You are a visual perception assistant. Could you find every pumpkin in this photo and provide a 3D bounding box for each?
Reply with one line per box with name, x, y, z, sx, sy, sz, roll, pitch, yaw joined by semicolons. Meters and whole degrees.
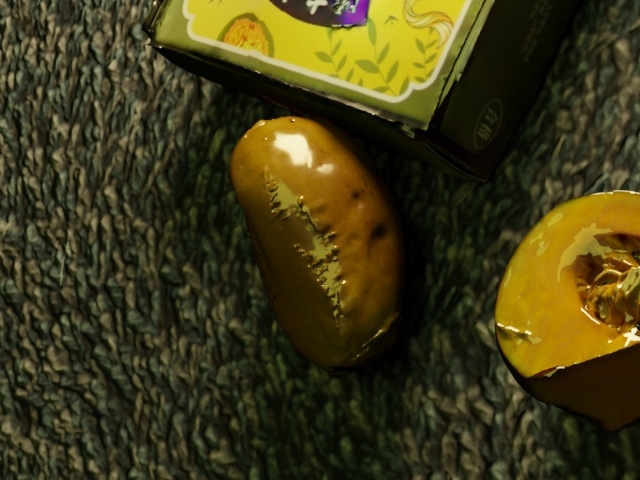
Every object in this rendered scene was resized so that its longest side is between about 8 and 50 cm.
pumpkin;0.270;0.077;1.463;0.280;0.139;0.190;31;87;42

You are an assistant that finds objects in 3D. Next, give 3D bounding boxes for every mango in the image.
mango;0.000;0.000;1.669;0.151;0.156;0.248;-25;67;25

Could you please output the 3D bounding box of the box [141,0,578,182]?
box;0.076;-0.305;1.754;0.373;0.138;0.420;23;86;38
